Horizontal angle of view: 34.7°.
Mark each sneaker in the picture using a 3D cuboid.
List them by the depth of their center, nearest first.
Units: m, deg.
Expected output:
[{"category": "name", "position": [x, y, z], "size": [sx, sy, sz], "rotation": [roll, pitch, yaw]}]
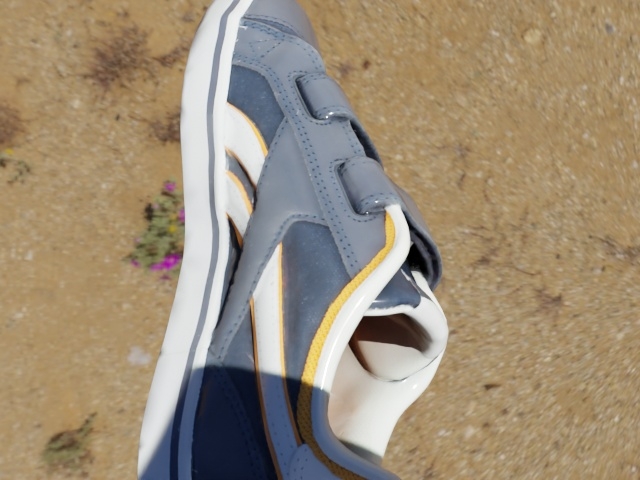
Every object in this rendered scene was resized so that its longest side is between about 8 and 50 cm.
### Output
[{"category": "sneaker", "position": [0.000, 0.000, 0.519], "size": [0.127, 0.126, 0.321], "rotation": [-9, 61, 20]}]
